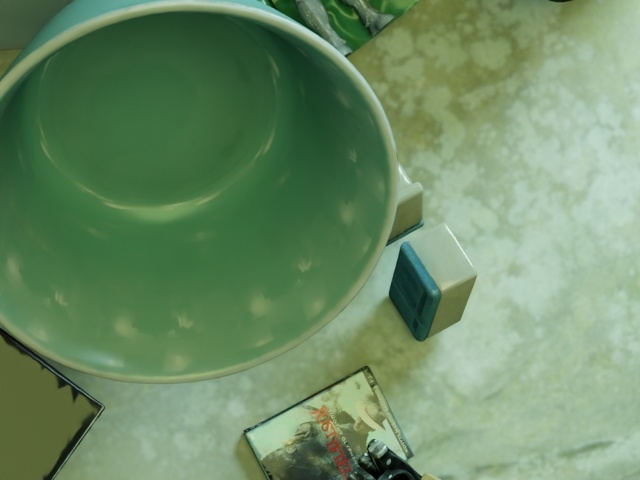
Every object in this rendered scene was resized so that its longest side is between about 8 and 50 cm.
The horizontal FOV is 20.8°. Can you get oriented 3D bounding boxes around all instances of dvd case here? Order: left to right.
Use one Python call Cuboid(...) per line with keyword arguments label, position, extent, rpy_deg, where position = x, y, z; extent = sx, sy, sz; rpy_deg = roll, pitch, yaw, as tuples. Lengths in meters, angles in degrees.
Cuboid(label="dvd case", position=(0.007, 0.170, 1.453), extent=(0.119, 0.013, 0.087), rpy_deg=(-27, 92, -13))

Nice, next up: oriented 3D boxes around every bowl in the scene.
Cuboid(label="bowl", position=(-0.111, -0.065, 1.262), extent=(0.311, 0.163, 0.311), rpy_deg=(-6, 124, -9))

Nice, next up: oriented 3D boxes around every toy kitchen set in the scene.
Cuboid(label="toy kitchen set", position=(0.000, 0.000, 1.429), extent=(0.166, 0.122, 0.207), rpy_deg=(-28, 72, -12))

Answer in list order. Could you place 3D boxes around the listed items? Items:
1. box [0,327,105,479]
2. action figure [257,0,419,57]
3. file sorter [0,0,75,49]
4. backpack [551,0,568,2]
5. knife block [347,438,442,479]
Cuboid(label="box", position=(-0.299, 0.084, 1.307), extent=(0.261, 0.184, 0.103), rpy_deg=(37, 78, -8))
Cuboid(label="action figure", position=(-0.034, -0.255, 1.450), extent=(0.137, 0.063, 0.232), rpy_deg=(-39, 91, -8))
Cuboid(label="file sorter", position=(-0.225, -0.252, 1.343), extent=(0.277, 0.193, 0.173), rpy_deg=(-5, 84, -12))
Cuboid(label="backpack", position=(0.227, -0.343, 1.440), extent=(0.253, 0.191, 0.225), rpy_deg=(-42, 98, -4))
Cuboid(label="knife block", position=(0.123, 0.257, 1.355), extent=(0.275, 0.242, 0.088), rpy_deg=(35, 81, -8))
